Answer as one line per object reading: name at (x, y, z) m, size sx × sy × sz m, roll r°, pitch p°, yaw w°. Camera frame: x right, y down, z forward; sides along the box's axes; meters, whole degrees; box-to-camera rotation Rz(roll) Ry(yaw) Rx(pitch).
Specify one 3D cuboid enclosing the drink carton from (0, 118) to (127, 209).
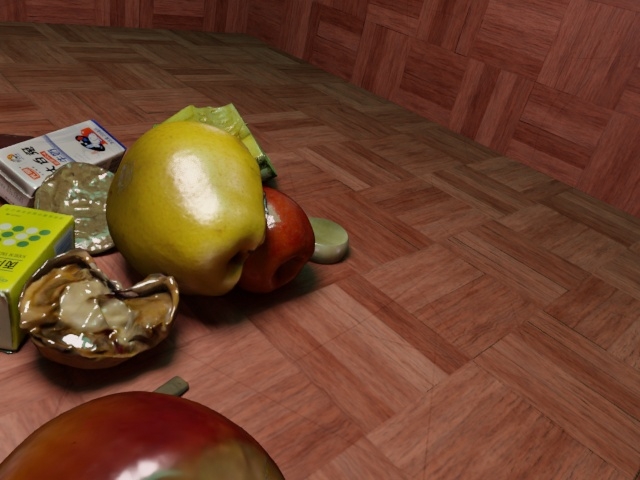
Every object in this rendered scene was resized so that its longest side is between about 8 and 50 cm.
drink carton at (-0.639, -0.186, 1.261) m, size 0.130 × 0.106 × 0.315 m, roll 40°, pitch 34°, yaw -1°

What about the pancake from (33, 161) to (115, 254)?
pancake at (-0.509, -0.070, 1.146) m, size 0.242 × 0.050 × 0.242 m, roll 15°, pitch 54°, yaw -21°

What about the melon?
melon at (-0.270, -0.257, 1.466) m, size 0.331 × 0.226 × 0.343 m, roll 4°, pitch 43°, yaw -38°

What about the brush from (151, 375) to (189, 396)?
brush at (-0.273, 0.265, 0.778) m, size 0.034 × 0.027 × 0.190 m, roll 29°, pitch 26°, yaw 17°

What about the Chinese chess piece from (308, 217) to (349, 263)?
Chinese chess piece at (0.000, 0.000, 1.290) m, size 0.144 × 0.058 × 0.144 m, roll 10°, pitch 33°, yaw -7°

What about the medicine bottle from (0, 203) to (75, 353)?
medicine bottle at (-0.543, 0.057, 0.897) m, size 0.137 × 0.141 × 0.250 m, roll 13°, pitch 31°, yaw -6°

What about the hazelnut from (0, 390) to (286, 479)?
hazelnut at (-0.183, 0.319, 0.443) m, size 0.366 × 0.366 × 0.366 m, roll 10°, pitch 31°, yaw -6°

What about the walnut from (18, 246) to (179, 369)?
walnut at (-0.366, 0.131, 0.849) m, size 0.238 × 0.141 × 0.204 m, roll 18°, pitch 42°, yaw -2°

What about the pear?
pear at (-0.289, -0.072, 0.976) m, size 0.191 × 0.340 × 0.386 m, roll 21°, pitch 12°, yaw -45°

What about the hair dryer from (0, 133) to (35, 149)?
hair dryer at (-0.803, -0.160, 1.221) m, size 0.312 × 0.123 × 0.340 m, roll -8°, pitch 46°, yaw -50°

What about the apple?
apple at (-0.124, -0.003, 1.088) m, size 0.218 × 0.218 × 0.201 m, roll -21°, pitch 58°, yaw -44°
